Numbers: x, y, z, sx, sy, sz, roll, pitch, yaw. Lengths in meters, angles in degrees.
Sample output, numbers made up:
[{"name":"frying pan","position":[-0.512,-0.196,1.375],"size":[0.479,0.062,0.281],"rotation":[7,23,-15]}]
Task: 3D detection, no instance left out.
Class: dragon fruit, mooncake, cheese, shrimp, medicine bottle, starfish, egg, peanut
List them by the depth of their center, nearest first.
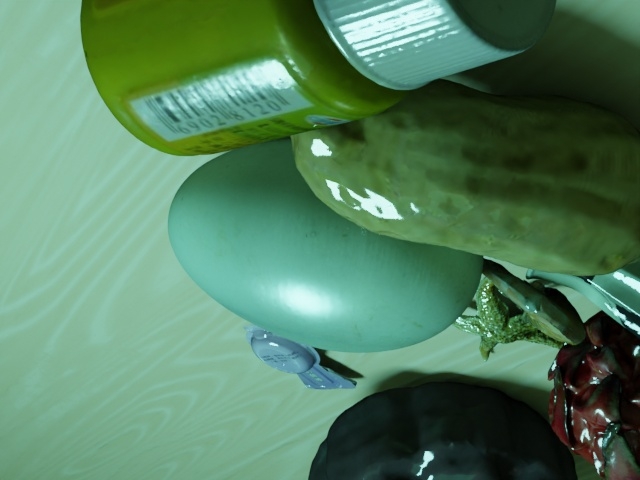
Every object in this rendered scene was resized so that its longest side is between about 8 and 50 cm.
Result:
[{"name":"medicine bottle","position":[-0.007,-0.209,1.255],"size":[0.384,0.224,0.224],"rotation":[-10,140,42]},{"name":"peanut","position":[0.159,-0.071,1.421],"size":[0.387,0.170,0.192],"rotation":[12,-165,-11]},{"name":"egg","position":[0.000,0.000,1.605],"size":[0.371,0.230,0.230],"rotation":[12,151,27]},{"name":"shrimp","position":[0.232,0.058,1.656],"size":[0.143,0.052,0.251],"rotation":[39,180,-2]},{"name":"dragon fruit","position":[0.372,0.204,1.701],"size":[0.233,0.234,0.293],"rotation":[2,109,28]},{"name":"starfish","position":[0.227,0.109,1.855],"size":[0.223,0.050,0.217],"rotation":[19,159,10]},{"name":"mooncake","position":[0.186,0.372,2.075],"size":[0.381,0.212,0.351],"rotation":[24,121,-17]},{"name":"cheese","position":[-0.037,0.167,2.100],"size":[0.105,0.042,0.191],"rotation":[-6,143,40]}]

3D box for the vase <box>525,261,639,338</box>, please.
[{"name":"vase","position":[0.399,0.076,1.531],"size":[0.360,0.165,0.165],"rotation":[30,152,10]}]
